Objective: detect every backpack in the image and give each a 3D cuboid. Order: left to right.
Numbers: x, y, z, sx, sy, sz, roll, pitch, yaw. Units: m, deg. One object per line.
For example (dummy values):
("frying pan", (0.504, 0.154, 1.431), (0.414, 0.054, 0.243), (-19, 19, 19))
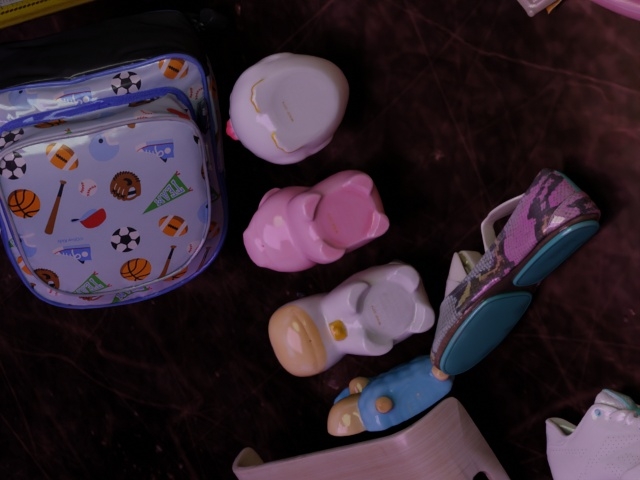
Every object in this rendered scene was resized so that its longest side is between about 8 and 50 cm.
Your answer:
("backpack", (-0.202, -0.062, 1.405), (0.213, 0.277, 0.263), (-101, 1, -48))

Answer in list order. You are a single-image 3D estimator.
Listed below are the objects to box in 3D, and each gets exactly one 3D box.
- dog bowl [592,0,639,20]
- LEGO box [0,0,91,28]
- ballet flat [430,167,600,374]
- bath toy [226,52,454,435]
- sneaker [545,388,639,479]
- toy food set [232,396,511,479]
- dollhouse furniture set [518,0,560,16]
("dog bowl", (0.263, -0.313, 0.930), (0.408, 0.150, 0.407), (19, 121, 36))
("LEGO box", (-0.407, -0.254, 1.322), (0.373, 0.500, 0.193), (-6, 106, 43))
("ballet flat", (0.154, 0.022, 1.253), (0.221, 0.077, 0.079), (-55, 52, 38))
("bath toy", (0.000, 0.000, 1.345), (0.129, 0.151, 0.348), (-161, 51, -78))
("sneaker", (0.264, 0.164, 1.214), (0.212, 0.080, 0.094), (-24, 81, 47))
("toy food set", (0.072, 0.272, 1.442), (0.306, 0.092, 0.219), (-21, 106, 47))
("dollhouse furniture set", (0.154, -0.255, 1.147), (0.076, 0.058, 0.151), (-32, 106, 39))
